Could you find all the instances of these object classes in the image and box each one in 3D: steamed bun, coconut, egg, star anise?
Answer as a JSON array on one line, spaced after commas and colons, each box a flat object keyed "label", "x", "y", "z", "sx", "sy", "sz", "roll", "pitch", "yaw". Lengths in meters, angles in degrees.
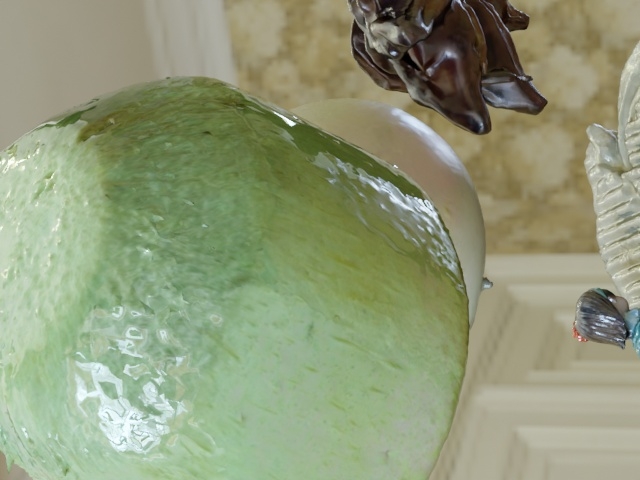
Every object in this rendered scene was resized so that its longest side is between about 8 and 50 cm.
[{"label": "steamed bun", "x": 0.414, "y": -0.040, "z": 1.590, "sx": 0.310, "sy": 0.219, "sz": 0.324, "roll": 111, "pitch": 145, "yaw": -50}, {"label": "coconut", "x": -0.055, "y": 0.058, "z": 0.996, "sx": 0.281, "sy": 0.328, "sz": 0.328, "roll": -66, "pitch": -22, "yaw": -6}, {"label": "egg", "x": -0.001, "y": -0.019, "z": 1.376, "sx": 0.162, "sy": 0.271, "sz": 0.206, "roll": 0, "pitch": -75, "yaw": -64}, {"label": "star anise", "x": 0.052, "y": -0.170, "z": 1.139, "sx": 0.272, "sy": 0.102, "sz": 0.272, "roll": 40, "pitch": -151, "yaw": -28}]

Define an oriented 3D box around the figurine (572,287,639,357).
[{"label": "figurine", "x": 0.281, "y": 0.082, "z": 1.519, "sx": 0.047, "sy": 0.106, "sz": 0.060, "roll": -43, "pitch": -38, "yaw": -38}]
